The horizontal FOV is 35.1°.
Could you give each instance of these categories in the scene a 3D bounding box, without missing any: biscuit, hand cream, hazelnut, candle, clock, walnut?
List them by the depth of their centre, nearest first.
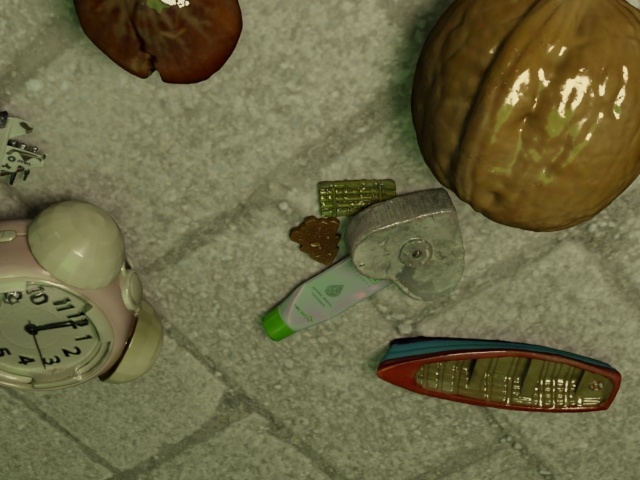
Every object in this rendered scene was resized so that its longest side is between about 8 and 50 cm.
[{"bbox_3d":[0.264,-0.177,1.237,0.332,0.333,0.333,3,127,3],"label":"walnut"},{"bbox_3d":[-0.203,-0.283,1.260,0.212,0.181,0.181,11,125,-4],"label":"hazelnut"},{"bbox_3d":[0.141,-0.001,1.496,0.192,0.068,0.168,24,117,-26],"label":"candle"},{"bbox_3d":[0.000,0.000,1.553,0.082,0.016,0.092,-20,123,13],"label":"biscuit"},{"bbox_3d":[-0.429,0.098,1.561,0.325,0.184,0.342,-7,138,9],"label":"clock"},{"bbox_3d":[0.031,0.076,1.596,0.275,0.050,0.079,-31,145,20],"label":"hand cream"}]

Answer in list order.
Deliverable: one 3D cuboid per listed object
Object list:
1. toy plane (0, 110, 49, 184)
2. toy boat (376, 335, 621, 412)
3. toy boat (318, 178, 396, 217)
[{"bbox_3d":[-0.488,-0.117,1.483,0.160,0.082,0.234,16,142,-19],"label":"toy plane"},{"bbox_3d":[0.286,0.213,1.645,0.392,0.079,0.136,7,129,-1],"label":"toy boat"},{"bbox_3d":[0.056,-0.061,1.502,0.115,0.016,0.063,-2,127,6],"label":"toy boat"}]
